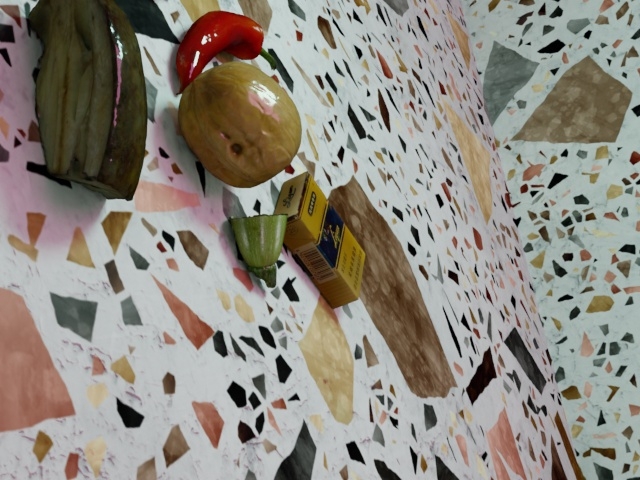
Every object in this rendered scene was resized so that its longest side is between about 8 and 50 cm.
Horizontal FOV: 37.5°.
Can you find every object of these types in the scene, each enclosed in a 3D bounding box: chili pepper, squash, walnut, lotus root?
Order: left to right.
[{"bbox_3d":[-0.304,-0.206,1.321,0.142,0.210,0.313,8,75,-50],"label":"lotus root"},{"bbox_3d":[-0.192,-0.369,1.800,0.368,0.092,0.137,-32,118,-58],"label":"chili pepper"},{"bbox_3d":[-0.139,-0.198,1.608,0.221,0.195,0.195,47,31,-30],"label":"walnut"},{"bbox_3d":[-0.105,0.020,1.645,0.105,0.105,0.132,-5,93,-65],"label":"squash"}]

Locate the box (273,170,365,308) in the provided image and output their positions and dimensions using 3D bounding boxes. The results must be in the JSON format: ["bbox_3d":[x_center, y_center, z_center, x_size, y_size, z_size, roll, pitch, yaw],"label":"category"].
[{"bbox_3d":[-0.001,0.000,1.878,0.237,0.070,0.152,56,27,-28],"label":"box"}]
